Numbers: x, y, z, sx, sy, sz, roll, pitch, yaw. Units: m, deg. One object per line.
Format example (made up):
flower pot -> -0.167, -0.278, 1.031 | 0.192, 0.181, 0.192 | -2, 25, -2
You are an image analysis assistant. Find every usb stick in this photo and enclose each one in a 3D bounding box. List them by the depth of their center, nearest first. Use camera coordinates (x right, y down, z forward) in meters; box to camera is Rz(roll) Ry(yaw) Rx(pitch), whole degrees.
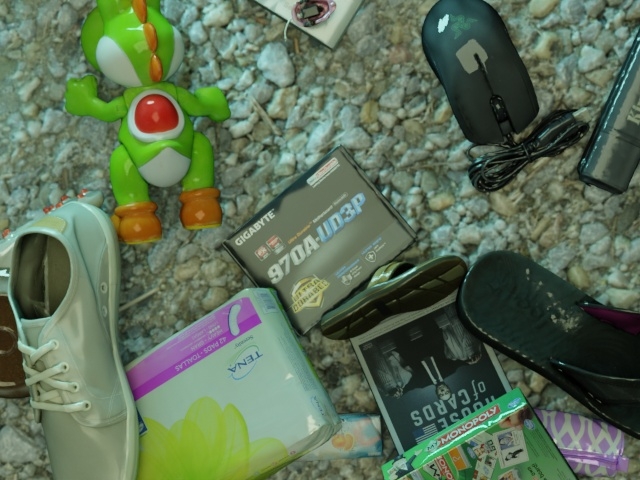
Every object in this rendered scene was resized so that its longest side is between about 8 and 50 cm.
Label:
usb stick -> 0.440, -0.198, 1.921 | 0.077, 0.045, 0.278 | 24, 92, 2

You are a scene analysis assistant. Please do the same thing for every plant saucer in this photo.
plant saucer -> -0.443, 0.136, 1.945 | 0.198, 0.036, 0.199 | 0, 106, 0

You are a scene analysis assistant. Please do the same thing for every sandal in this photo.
sandal -> 0.394, 0.153, 1.869 | 0.445, 0.107, 0.168 | 24, 70, -4
sandal -> 0.096, 0.069, 1.914 | 0.219, 0.090, 0.060 | -27, 55, 10

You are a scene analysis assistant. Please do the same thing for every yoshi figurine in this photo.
yoshi figurine -> -0.242, -0.186, 1.906 | 0.203, 0.203, 0.362 | -4, 99, 31

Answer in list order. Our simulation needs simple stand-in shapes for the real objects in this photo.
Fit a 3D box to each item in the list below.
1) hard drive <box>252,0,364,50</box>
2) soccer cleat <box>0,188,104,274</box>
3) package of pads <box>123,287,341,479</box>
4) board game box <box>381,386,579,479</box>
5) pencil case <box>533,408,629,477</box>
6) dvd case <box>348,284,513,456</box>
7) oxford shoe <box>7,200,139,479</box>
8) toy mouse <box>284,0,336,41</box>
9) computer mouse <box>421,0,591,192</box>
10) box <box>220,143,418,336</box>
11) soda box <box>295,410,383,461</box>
hard drive -> 0.013, -0.450, 1.936 | 0.203, 0.040, 0.308 | 32, 92, 1
soccer cleat -> -0.382, -0.005, 1.954 | 0.196, 0.068, 0.076 | -29, 102, 6
package of pads -> -0.143, 0.232, 1.881 | 0.296, 0.101, 0.229 | -33, 74, 15
board game box -> 0.251, 0.368, 1.868 | 0.213, 0.046, 0.317 | -31, 118, 7
pencil case -> 0.317, 0.279, 1.917 | 0.206, 0.088, 0.086 | 5, 98, 2
dvd case -> 0.160, 0.193, 1.905 | 0.179, 0.029, 0.239 | -25, 65, 2
oxford shoe -> -0.339, 0.173, 1.844 | 0.169, 0.130, 0.450 | -4, 90, 33
toy mouse -> -0.005, -0.348, 1.901 | 0.143, 0.031, 0.161 | 7, 92, 2
computer mouse -> 0.238, -0.220, 1.916 | 0.188, 0.072, 0.272 | -30, 90, 4
box -> 0.000, 0.000, 1.941 | 0.220, 0.051, 0.175 | -39, 90, 3
soda box -> -0.004, 0.276, 1.942 | 0.183, 0.063, 0.058 | -4, 91, 3
